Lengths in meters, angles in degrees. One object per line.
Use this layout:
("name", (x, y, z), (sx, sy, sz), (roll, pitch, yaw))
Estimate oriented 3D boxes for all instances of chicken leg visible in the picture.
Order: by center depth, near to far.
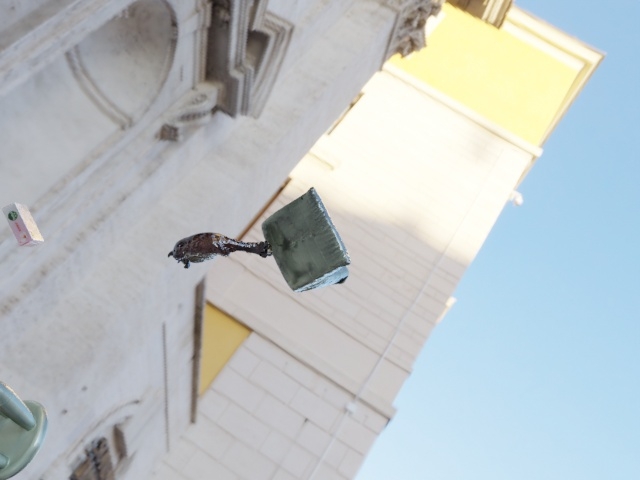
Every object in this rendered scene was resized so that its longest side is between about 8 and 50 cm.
("chicken leg", (-0.231, 0.021, 1.610), (0.253, 0.051, 0.106), (-4, -27, 19))

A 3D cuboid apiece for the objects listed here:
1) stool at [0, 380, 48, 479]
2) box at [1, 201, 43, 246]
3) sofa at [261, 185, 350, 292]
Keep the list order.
("stool", (-0.737, 0.404, 1.583), (0.195, 0.195, 0.199), (12, -31, 36))
("box", (-0.865, -0.044, 2.091), (0.125, 0.043, 0.089), (62, -2, 3))
("sofa", (0.000, 0.000, 1.698), (0.176, 0.225, 0.210), (-32, -104, 24))
